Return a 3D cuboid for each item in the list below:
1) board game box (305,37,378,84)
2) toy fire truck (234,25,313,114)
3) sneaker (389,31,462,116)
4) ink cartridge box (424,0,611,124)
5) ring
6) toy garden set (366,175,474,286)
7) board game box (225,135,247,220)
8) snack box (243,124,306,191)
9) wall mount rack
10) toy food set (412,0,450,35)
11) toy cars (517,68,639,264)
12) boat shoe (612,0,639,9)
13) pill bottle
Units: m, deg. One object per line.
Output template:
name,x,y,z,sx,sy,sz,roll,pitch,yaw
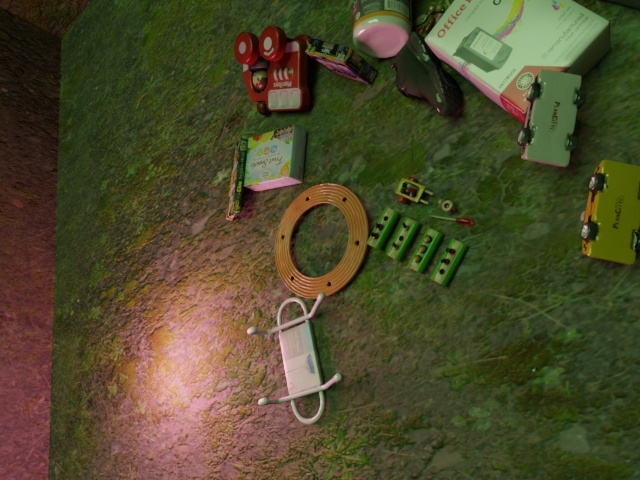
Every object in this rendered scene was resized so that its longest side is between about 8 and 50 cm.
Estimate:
board game box,0.061,-0.518,1.379,0.170,0.141,0.048,34,102,40
toy fire truck,-0.153,-0.546,1.567,0.302,0.170,0.253,11,104,42
sneaker,0.264,-0.402,1.219,0.130,0.109,0.286,-41,46,32
ink cartridge box,0.419,-0.429,1.037,0.306,0.131,0.226,48,111,24
ring,0.000,0.000,1.362,0.337,0.032,0.336,-13,70,38
toy garden set,0.242,-0.035,1.149,0.244,0.049,0.203,30,94,38
board game box,-0.284,-0.207,1.614,0.136,0.031,0.259,149,127,-68
snack box,-0.146,-0.259,1.527,0.207,0.070,0.174,-5,76,40
wall mount rack,-0.051,0.295,1.256,0.304,0.131,0.349,-28,62,31
toy food set,0.295,-0.598,1.288,0.122,0.019,0.077,-30,61,30
toy cars,0.486,-0.136,0.905,0.177,0.087,0.393,-27,79,-2
boat shoe,0.624,-0.530,0.956,0.088,0.096,0.267,-59,42,16
pill bottle,0.171,-0.667,1.317,0.162,0.162,0.278,-10,71,38
